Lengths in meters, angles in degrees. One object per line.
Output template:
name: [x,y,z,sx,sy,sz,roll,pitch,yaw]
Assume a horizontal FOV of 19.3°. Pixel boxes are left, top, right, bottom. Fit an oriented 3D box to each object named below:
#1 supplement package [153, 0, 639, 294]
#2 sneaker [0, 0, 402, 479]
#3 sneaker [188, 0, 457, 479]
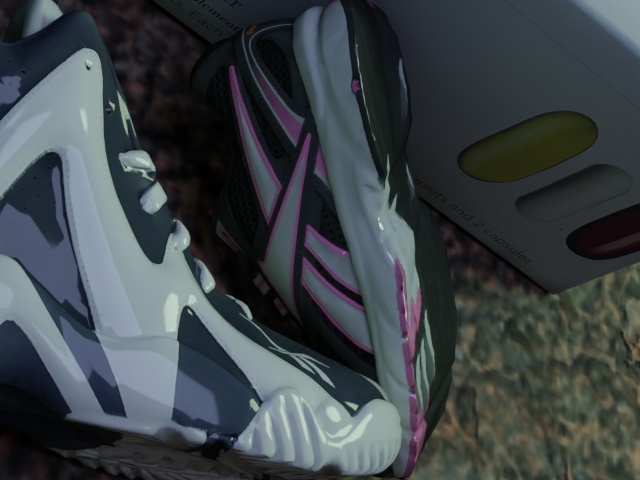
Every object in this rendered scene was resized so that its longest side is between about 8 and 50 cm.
supplement package: [0.073,-0.141,0.749,0.262,0.145,0.204,34,54,-25]
sneaker: [-0.068,-0.007,0.608,0.235,0.094,0.153,14,73,-25]
sneaker: [0.000,0.000,0.689,0.072,0.077,0.178,-39,120,-66]
